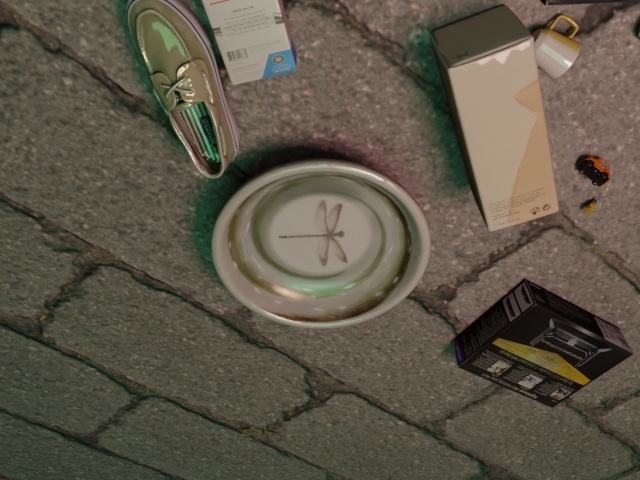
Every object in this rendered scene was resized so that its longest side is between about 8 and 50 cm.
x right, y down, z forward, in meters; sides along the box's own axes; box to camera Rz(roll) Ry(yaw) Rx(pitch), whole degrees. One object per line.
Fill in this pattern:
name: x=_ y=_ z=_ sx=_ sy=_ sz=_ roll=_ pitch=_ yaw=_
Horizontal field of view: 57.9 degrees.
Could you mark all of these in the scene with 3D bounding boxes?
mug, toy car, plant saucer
mug: x=0.350 y=-0.296 z=0.883 sx=0.064 sy=0.078 sz=0.062 roll=28 pitch=157 yaw=-12
toy car: x=0.495 y=-0.107 z=1.060 sx=0.040 sy=0.060 sz=0.122 roll=-43 pitch=153 yaw=-21
plant saucer: x=0.000 y=0.000 z=1.087 sx=0.400 sy=0.100 sz=0.400 roll=-1 pitch=129 yaw=-1

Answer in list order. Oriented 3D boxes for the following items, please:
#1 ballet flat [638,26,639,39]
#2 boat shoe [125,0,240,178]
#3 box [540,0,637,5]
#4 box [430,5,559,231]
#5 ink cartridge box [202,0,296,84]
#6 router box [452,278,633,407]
ballet flat: x=0.569 y=-0.328 z=0.839 sx=0.188 sy=0.070 sz=0.070 roll=-24 pitch=126 yaw=19
boat shoe: x=-0.201 y=-0.233 z=0.891 sx=0.109 sy=0.094 sz=0.302 roll=-16 pitch=129 yaw=12
box: x=0.421 y=-0.416 z=0.778 sx=0.220 sy=0.051 sz=0.175 roll=-2 pitch=130 yaw=0
box: x=0.277 y=-0.183 z=0.911 sx=0.121 sy=0.148 sz=0.311 roll=-17 pitch=129 yaw=12
ink cartridge box: x=-0.105 y=-0.328 z=0.835 sx=0.104 sy=0.060 sz=0.180 roll=-10 pitch=130 yaw=8
router box: x=0.498 y=0.243 z=1.311 sx=0.309 sy=0.081 sz=0.243 roll=26 pitch=124 yaw=-21
